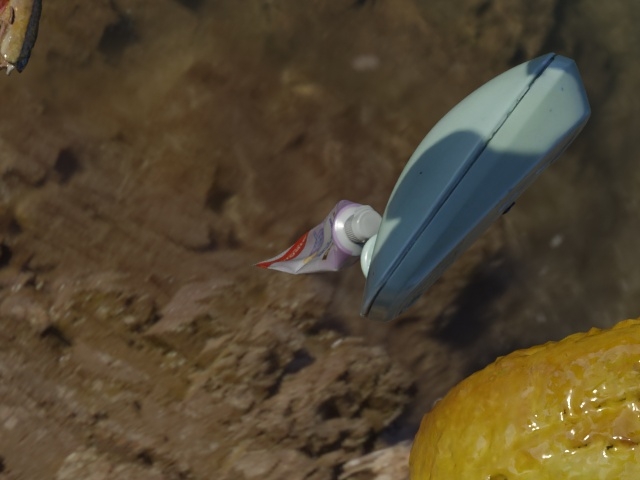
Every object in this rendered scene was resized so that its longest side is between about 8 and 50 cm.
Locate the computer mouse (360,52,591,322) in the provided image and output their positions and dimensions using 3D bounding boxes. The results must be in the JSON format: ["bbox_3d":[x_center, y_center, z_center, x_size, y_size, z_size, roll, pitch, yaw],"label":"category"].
[{"bbox_3d":[0.121,-0.053,1.098,0.288,0.159,0.097,-44,83,-7],"label":"computer mouse"}]

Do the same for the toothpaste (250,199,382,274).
[{"bbox_3d":[0.000,0.000,1.306,0.048,0.301,0.075,36,74,-12],"label":"toothpaste"}]

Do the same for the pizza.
[{"bbox_3d":[-0.350,-0.226,1.272,0.052,0.195,0.185,24,55,-41],"label":"pizza"}]

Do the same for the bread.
[{"bbox_3d":[0.210,0.159,0.707,0.358,0.337,0.204,-23,55,18],"label":"bread"}]
